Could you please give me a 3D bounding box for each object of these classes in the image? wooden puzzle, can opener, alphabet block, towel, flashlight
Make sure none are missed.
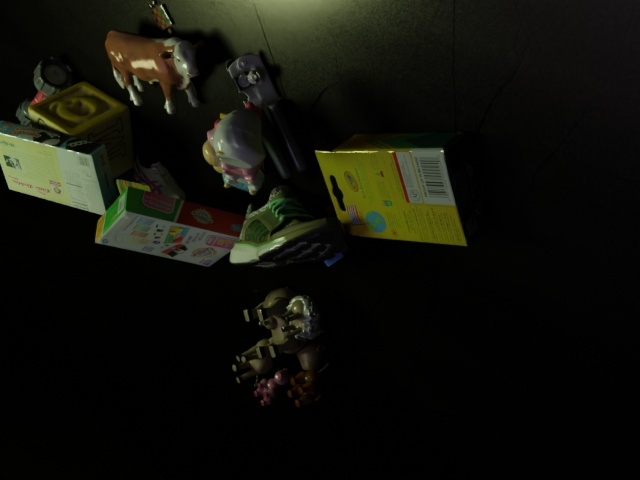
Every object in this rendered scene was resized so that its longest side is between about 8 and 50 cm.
[{"bbox_3d":[-0.359,-0.506,1.852,0.049,0.006,0.083,-9,113,49],"label":"wooden puzzle"},{"bbox_3d":[-0.112,-0.269,1.751,0.280,0.074,0.093,64,176,-13],"label":"can opener"},{"bbox_3d":[-0.632,-0.274,2.175,0.192,0.193,0.197,30,138,24],"label":"alphabet block"},{"bbox_3d":[-0.488,-0.113,2.299,0.237,0.021,0.102,13,129,40],"label":"towel"},{"bbox_3d":[-0.786,-0.407,2.302,0.304,0.103,0.103,-25,101,52],"label":"flashlight"}]

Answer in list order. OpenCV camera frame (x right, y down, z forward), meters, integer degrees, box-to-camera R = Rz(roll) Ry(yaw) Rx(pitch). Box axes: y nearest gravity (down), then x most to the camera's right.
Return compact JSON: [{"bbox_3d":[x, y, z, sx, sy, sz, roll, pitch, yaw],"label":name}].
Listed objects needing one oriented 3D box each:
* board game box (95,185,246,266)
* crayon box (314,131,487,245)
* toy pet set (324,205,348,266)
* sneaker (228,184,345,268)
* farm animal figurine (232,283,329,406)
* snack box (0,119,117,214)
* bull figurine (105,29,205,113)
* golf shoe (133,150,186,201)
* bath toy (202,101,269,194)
[{"bbox_3d":[-0.372,-0.026,2.044,0.242,0.317,0.064,-31,51,53],"label":"board game box"},{"bbox_3d":[0.151,-0.104,1.586,0.319,0.081,0.202,6,124,43],"label":"crayon box"},{"bbox_3d":[0.000,0.000,1.843,0.114,0.065,0.122,54,143,-3],"label":"toy pet set"},{"bbox_3d":[-0.088,-0.041,1.813,0.410,0.158,0.182,-12,75,57],"label":"sneaker"},{"bbox_3d":[-0.084,0.261,2.080,0.330,0.172,0.326,14,117,49],"label":"farm animal figurine"},{"bbox_3d":[-0.674,-0.184,2.070,0.322,0.060,0.187,15,132,19],"label":"snack box"},{"bbox_3d":[-0.370,-0.395,1.876,0.310,0.101,0.188,23,136,32],"label":"bull figurine"},{"bbox_3d":[-0.426,-0.163,2.154,0.186,0.067,0.086,37,139,20],"label":"golf shoe"},{"bbox_3d":[-0.174,-0.197,1.710,0.151,0.129,0.348,17,172,-4],"label":"bath toy"}]
